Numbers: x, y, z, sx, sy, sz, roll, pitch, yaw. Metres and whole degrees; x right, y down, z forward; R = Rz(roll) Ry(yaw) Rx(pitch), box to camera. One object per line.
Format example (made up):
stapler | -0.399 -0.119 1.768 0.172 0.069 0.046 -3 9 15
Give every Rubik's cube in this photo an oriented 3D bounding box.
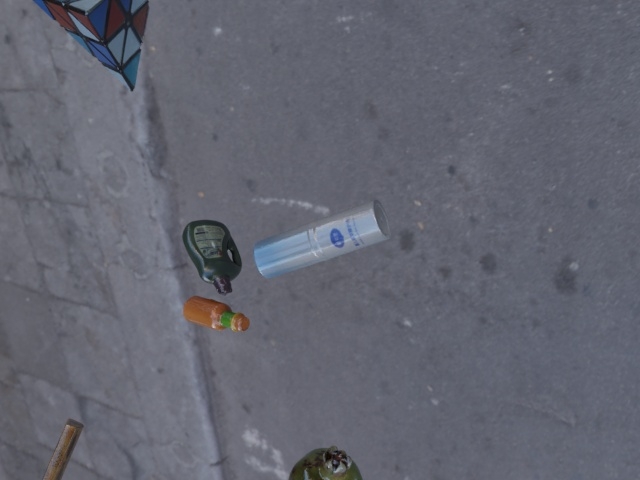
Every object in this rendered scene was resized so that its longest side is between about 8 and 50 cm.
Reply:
Rubik's cube | -0.452 -0.442 1.319 0.250 0.234 0.284 16 106 -13

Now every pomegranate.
pomegranate | 0.024 0.558 1.580 0.179 0.179 0.210 56 146 4

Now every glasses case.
glasses case | -0.576 0.485 1.546 0.041 0.170 0.064 24 171 -13

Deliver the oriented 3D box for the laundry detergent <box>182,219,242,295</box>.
laundry detergent | -0.263 0.049 1.790 0.078 0.144 0.222 -53 53 33

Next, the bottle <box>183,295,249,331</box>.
bottle | -0.240 0.178 1.642 0.187 0.069 0.069 12 118 40

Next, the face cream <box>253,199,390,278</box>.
face cream | 0.000 0.000 1.282 0.250 0.077 0.077 -20 98 23
